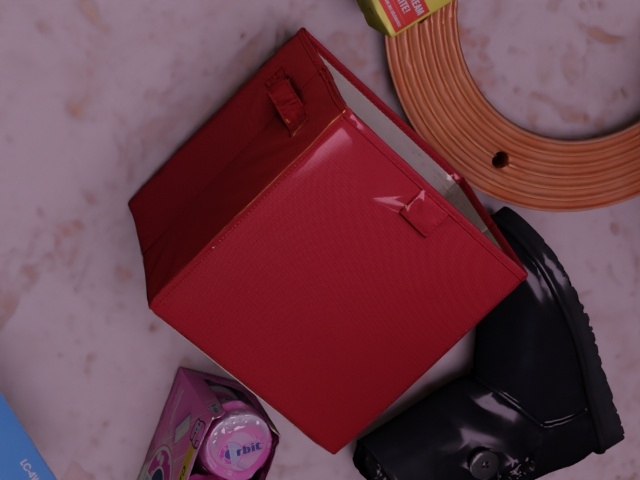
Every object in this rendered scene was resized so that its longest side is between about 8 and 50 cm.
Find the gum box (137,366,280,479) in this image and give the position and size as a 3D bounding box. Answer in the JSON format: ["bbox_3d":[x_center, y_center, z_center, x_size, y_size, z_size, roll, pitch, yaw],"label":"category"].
[{"bbox_3d":[-0.097,0.197,1.334,0.062,0.107,0.188,16,101,-22],"label":"gum box"}]

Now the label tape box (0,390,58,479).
[{"bbox_3d":[-0.393,0.164,1.227,0.347,0.115,0.249,-32,115,-9],"label":"label tape box"}]

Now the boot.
[{"bbox_3d":[0.118,0.122,1.387,0.207,0.094,0.246,-30,120,-11],"label":"boot"}]

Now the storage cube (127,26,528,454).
[{"bbox_3d":[0.000,0.000,1.248,0.193,0.184,0.215,-44,115,10],"label":"storage cube"}]

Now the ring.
[{"bbox_3d":[0.204,-0.187,1.354,0.336,0.032,0.337,-5,108,-16],"label":"ring"}]

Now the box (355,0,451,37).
[{"bbox_3d":[0.120,-0.245,1.259,0.232,0.058,0.087,-31,113,-6],"label":"box"}]
